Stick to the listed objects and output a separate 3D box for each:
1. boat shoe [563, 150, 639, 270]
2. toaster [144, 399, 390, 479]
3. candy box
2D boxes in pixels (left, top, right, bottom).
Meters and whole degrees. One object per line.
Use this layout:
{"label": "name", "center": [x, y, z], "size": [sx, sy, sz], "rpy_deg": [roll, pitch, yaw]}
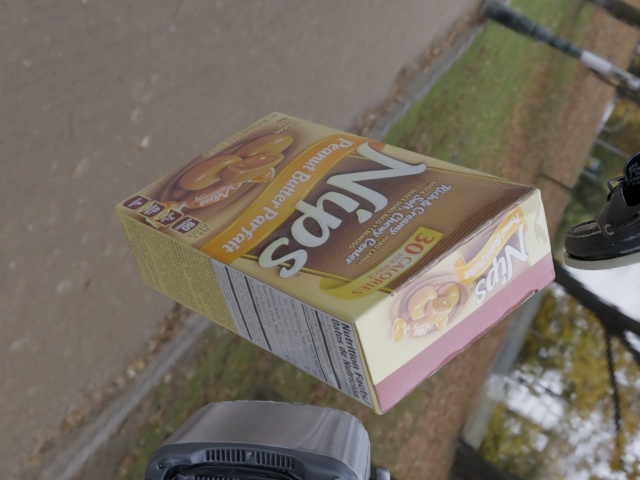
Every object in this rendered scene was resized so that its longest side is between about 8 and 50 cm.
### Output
{"label": "boat shoe", "center": [0.359, -0.042, 1.211], "size": [0.127, 0.113, 0.340], "rpy_deg": [-22, -176, -20]}
{"label": "toaster", "center": [-0.056, 0.217, 1.025], "size": [0.146, 0.227, 0.129], "rpy_deg": [-47, 138, -74]}
{"label": "candy box", "center": [0.000, 0.000, 0.907], "size": [0.183, 0.316, 0.087], "rpy_deg": [-34, 124, -27]}
